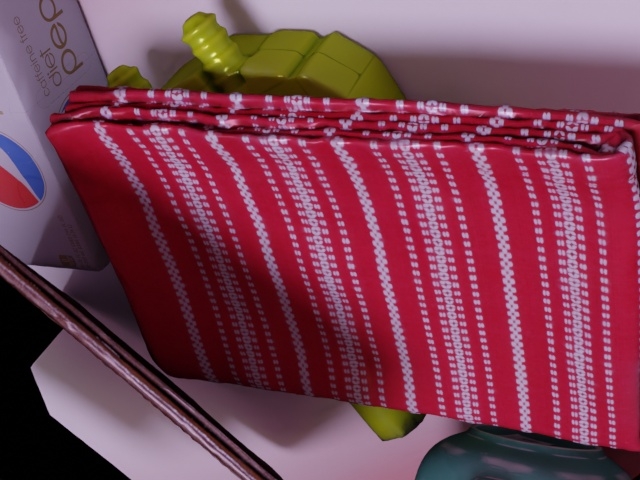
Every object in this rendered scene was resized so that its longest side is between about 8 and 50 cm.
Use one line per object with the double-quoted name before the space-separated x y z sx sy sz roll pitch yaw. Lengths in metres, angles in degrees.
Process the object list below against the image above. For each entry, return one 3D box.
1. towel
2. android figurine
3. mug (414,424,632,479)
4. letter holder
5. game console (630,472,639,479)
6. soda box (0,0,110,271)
"towel" 0.014 0.018 0.466 0.275 0.031 0.199 6 134 23
"android figurine" 0.000 0.000 0.520 0.248 0.056 0.273 -19 119 39
"mug" 0.115 0.157 0.531 0.129 0.097 0.158 9 176 -2
"letter holder" -0.130 0.134 0.529 0.214 0.152 0.302 38 169 1
"game console" 0.217 0.171 0.477 0.085 0.124 0.144 17 133 59
"soda box" -0.166 -0.086 0.521 0.074 0.069 0.216 5 131 25
